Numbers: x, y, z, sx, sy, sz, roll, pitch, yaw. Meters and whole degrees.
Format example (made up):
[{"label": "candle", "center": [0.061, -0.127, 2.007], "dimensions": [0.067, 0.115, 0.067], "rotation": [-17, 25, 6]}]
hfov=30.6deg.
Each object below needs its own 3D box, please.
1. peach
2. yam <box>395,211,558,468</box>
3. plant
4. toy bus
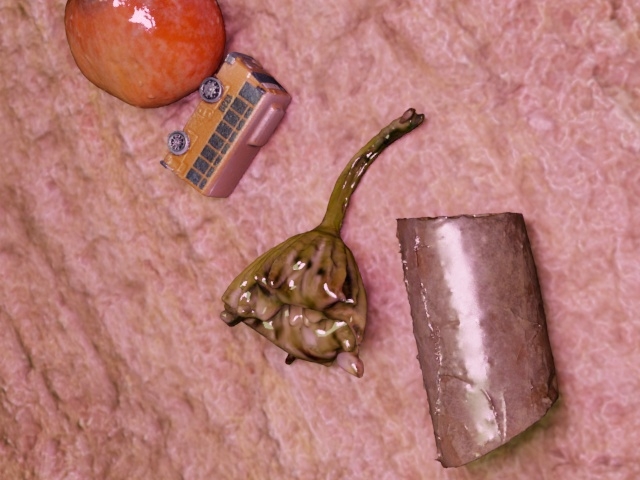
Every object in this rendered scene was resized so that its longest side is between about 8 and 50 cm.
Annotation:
[{"label": "peach", "center": [-0.244, -0.283, 1.558], "dimensions": [0.232, 0.232, 0.232], "rotation": [-1, 88, 22]}, {"label": "yam", "center": [0.189, 0.107, 1.403], "dimensions": [0.168, 0.168, 0.304], "rotation": [-13, 83, 21]}, {"label": "plant", "center": [0.026, 0.018, 1.519], "dimensions": [0.180, 0.333, 0.251], "rotation": [48, 147, -20]}, {"label": "toy bus", "center": [-0.122, -0.153, 1.576], "dimensions": [0.103, 0.091, 0.182], "rotation": [38, 103, 17]}]
